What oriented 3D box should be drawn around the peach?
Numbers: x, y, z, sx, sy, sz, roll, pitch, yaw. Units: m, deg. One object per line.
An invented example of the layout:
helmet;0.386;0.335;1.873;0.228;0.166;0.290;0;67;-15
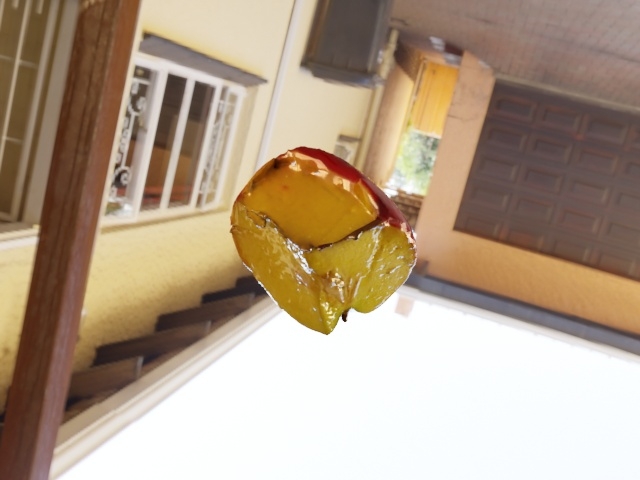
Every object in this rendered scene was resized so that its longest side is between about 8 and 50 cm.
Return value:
peach;-0.001;-0.001;0.595;0.151;0.151;0.118;11;-140;-19
